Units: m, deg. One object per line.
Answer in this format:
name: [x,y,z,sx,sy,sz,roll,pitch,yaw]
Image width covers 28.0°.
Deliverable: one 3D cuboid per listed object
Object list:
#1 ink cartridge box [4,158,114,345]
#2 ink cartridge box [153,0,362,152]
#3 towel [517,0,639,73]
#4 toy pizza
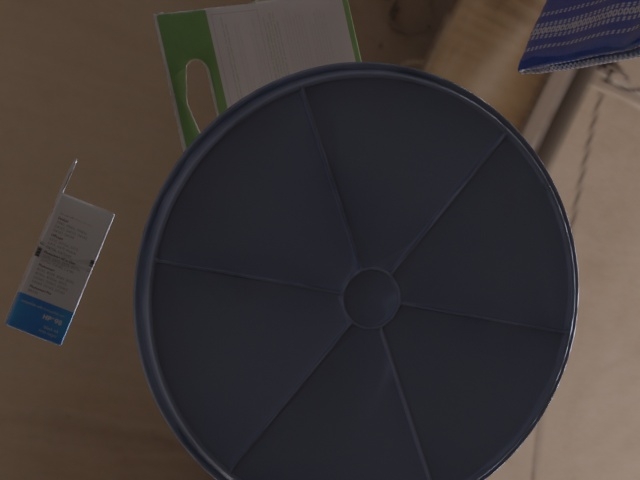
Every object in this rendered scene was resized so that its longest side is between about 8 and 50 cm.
ink cartridge box: [-0.262,0.013,1.320,0.180,0.060,0.104,-69,-167,-7]
ink cartridge box: [-0.056,-0.140,1.216,0.056,0.235,0.171,-8,-84,52]
towel: [0.260,-0.293,0.970,0.336,0.040,0.243,-69,-162,-5]
toy pizza: [0.018,0.024,0.561,0.032,0.201,0.201,-167,-88,-74]
